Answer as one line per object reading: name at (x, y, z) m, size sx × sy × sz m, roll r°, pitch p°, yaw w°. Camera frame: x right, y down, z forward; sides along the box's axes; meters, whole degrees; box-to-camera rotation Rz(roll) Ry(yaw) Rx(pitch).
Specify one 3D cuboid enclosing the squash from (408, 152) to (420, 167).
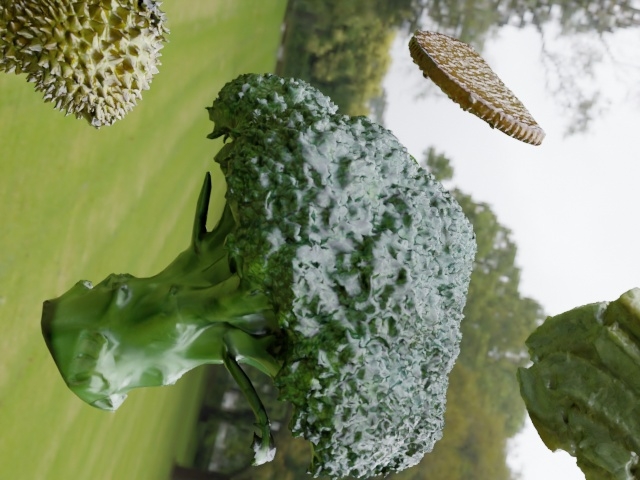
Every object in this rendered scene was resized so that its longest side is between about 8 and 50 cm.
squash at (0.001, -0.002, 1.074) m, size 0.292 × 0.082 × 0.082 m, roll -44°, pitch -158°, yaw 39°

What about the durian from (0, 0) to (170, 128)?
durian at (-0.352, -0.305, 1.519) m, size 0.258 × 0.293 × 0.258 m, roll -47°, pitch 165°, yaw -17°

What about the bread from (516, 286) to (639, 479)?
bread at (0.320, 0.155, 1.021) m, size 0.124 × 0.257 × 0.186 m, roll -13°, pitch 137°, yaw -52°

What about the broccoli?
broccoli at (-0.032, 0.047, 0.749) m, size 0.297 × 0.297 × 0.297 m, roll -25°, pitch 90°, yaw -83°

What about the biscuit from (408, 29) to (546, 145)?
biscuit at (0.147, -0.165, 1.102) m, size 0.025 × 0.126 × 0.206 m, roll -58°, pitch -148°, yaw 24°
